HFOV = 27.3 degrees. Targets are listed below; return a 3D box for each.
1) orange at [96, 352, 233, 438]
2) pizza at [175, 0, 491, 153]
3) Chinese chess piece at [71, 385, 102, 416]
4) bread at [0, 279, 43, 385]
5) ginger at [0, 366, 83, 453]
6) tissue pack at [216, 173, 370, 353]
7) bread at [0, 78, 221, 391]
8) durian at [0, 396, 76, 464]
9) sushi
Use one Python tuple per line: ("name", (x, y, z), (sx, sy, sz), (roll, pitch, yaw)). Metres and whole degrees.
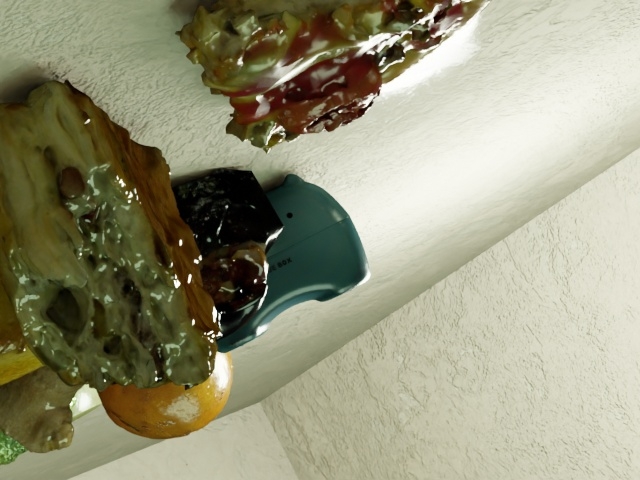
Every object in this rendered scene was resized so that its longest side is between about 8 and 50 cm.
("orange", (-0.258, 0.207, 2.146), (0.240, 0.240, 0.240), (-27, 169, -6))
("pizza", (-0.007, -0.191, 1.387), (0.440, 0.130, 0.406), (-36, 168, 36))
("Chinese chess piece", (-0.527, 0.319, 2.500), (0.238, 0.092, 0.238), (-27, 176, -2))
("bread", (-0.444, 0.113, 1.679), (0.268, 0.145, 0.268), (-23, 169, -5))
("ginger", (-0.416, 0.209, 2.027), (0.130, 0.221, 0.276), (8, 155, -45))
("tissue pack", (-0.083, 0.031, 2.051), (0.287, 0.206, 0.198), (-26, 178, -3))
("bread", (-0.243, 0.023, 1.370), (0.192, 0.314, 0.370), (-19, 174, 2))
("durian", (-0.552, 0.313, 2.338), (0.250, 0.139, 0.101), (-29, 165, 8))
("sushi", (-0.187, 0.047, 1.815), (0.215, 0.212, 0.227), (-35, 168, 33))
